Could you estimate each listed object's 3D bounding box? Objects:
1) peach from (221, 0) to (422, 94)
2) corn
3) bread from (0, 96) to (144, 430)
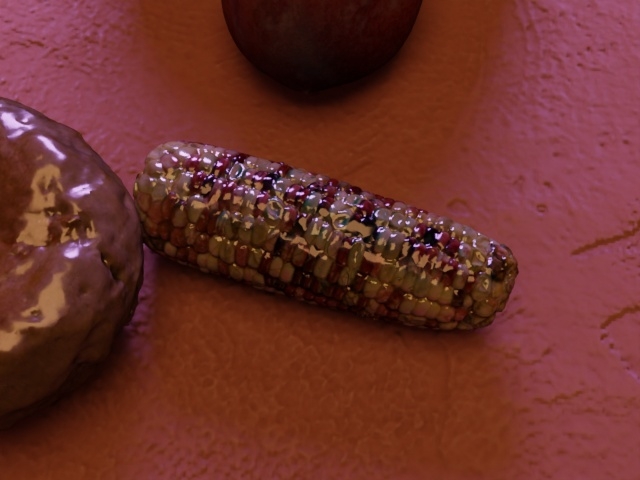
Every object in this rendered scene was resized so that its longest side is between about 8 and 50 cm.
[{"bbox_3d":[-0.003,-0.177,0.697,0.152,0.152,0.152,-1,65,3],"label":"peach"},{"bbox_3d":[0.000,0.000,0.633,0.253,0.086,0.086,15,67,8],"label":"corn"},{"bbox_3d":[-0.225,0.020,0.615,0.229,0.123,0.230,-1,68,2],"label":"bread"}]
